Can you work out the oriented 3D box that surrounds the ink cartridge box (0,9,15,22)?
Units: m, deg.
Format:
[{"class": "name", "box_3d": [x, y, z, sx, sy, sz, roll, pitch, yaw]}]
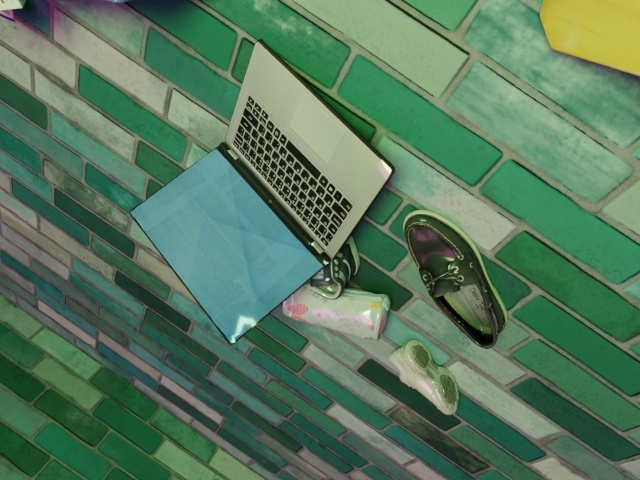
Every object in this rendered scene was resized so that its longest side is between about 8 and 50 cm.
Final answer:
[{"class": "ink cartridge box", "box_3d": [-0.717, -0.677, 0.910, 0.175, 0.069, 0.371, 26, 130, 8]}]

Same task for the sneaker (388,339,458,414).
[{"class": "sneaker", "box_3d": [0.272, 0.365, 1.168, 0.232, 0.090, 0.115, 53, 138, -4]}]

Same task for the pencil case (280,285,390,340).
[{"class": "pencil case", "box_3d": [0.039, 0.162, 1.110, 0.272, 0.113, 0.124, 13, 109, 20]}]

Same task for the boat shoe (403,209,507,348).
[{"class": "boat shoe", "box_3d": [0.278, 0.092, 0.926, 0.127, 0.113, 0.340, -20, 113, 38]}]

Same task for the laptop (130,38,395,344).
[{"class": "laptop", "box_3d": [-0.143, -0.092, 0.857, 0.382, 0.236, 0.408, 47, 135, 16]}]

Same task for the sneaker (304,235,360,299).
[{"class": "sneaker", "box_3d": [0.000, 0.000, 0.978, 0.099, 0.153, 0.283, -9, 119, 32]}]

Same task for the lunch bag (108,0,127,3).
[{"class": "lunch bag", "box_3d": [-0.412, -0.578, 0.716, 0.385, 0.238, 0.328, 24, 135, 33]}]

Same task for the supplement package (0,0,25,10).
[{"class": "supplement package", "box_3d": [-0.624, -0.549, 0.771, 0.145, 0.262, 0.204, -11, 139, -8]}]

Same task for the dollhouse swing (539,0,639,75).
[{"class": "dollhouse swing", "box_3d": [0.513, -0.345, 0.505, 0.314, 0.305, 0.347, -10, 130, -16]}]
